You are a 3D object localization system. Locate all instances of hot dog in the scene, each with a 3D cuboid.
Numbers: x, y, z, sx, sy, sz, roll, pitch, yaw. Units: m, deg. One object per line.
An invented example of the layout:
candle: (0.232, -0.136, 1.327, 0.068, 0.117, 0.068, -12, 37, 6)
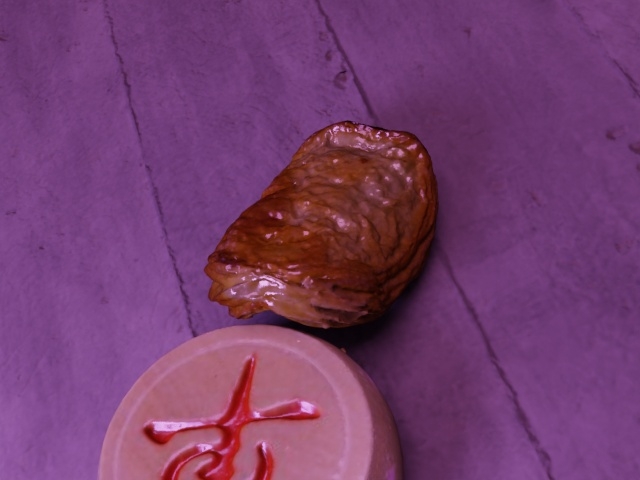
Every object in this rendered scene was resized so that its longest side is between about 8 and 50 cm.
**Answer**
hot dog: (0.001, 0.001, 0.879, 0.175, 0.114, 0.259, 14, 43, 24)

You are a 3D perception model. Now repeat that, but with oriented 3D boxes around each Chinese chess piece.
Chinese chess piece: (-0.058, 0.186, 0.783, 0.251, 0.097, 0.251, -8, 53, 10)
